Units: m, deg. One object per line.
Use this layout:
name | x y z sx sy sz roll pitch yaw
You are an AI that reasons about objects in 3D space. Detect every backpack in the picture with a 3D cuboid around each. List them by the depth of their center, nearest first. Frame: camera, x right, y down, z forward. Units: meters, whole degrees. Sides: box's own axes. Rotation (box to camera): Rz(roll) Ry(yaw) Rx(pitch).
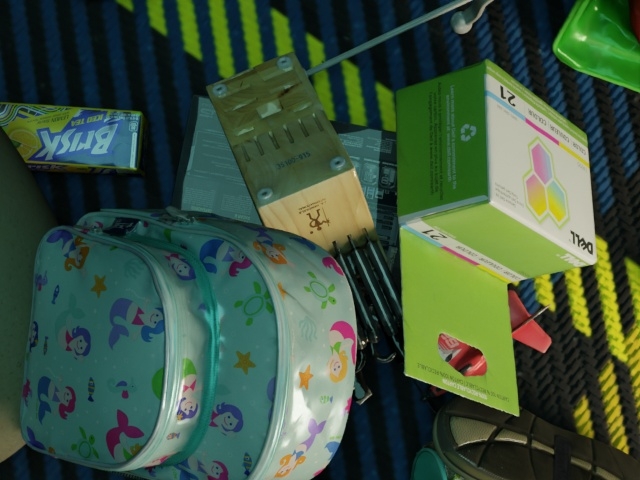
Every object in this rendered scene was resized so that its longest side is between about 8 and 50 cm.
backpack | -0.102 0.087 1.039 0.254 0.191 0.225 9 94 34

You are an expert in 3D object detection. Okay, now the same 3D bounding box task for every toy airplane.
toy airplane | 0.152 0.104 1.256 0.151 0.028 0.151 0 86 -1

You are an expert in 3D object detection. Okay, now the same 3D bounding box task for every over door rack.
over door rack | 0.048 -0.296 1.265 0.324 0.108 0.239 -21 85 13

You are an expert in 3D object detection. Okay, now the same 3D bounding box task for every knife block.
knife block | 0.000 0.000 1.191 0.088 0.242 0.275 -22 43 -3

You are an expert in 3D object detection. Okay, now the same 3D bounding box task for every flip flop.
flip flop | 0.213 0.232 1.211 0.277 0.080 0.112 28 44 -12

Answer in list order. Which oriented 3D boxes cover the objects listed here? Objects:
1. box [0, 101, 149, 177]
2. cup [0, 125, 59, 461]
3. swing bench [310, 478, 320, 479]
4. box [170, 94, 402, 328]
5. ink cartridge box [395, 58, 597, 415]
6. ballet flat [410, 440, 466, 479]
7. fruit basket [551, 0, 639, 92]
box | -0.250 -0.095 1.265 0.169 0.054 0.059 4 85 0
cup | -0.335 0.062 1.147 0.331 0.331 0.237 -46 113 -3
swing bench | -0.015 0.331 1.109 0.165 0.253 0.254 0 86 16
box | -0.023 -0.024 1.254 0.233 0.059 0.183 10 85 1
ink cartridge box | 0.155 0.004 1.149 0.097 0.189 0.255 -16 64 34
ballet flat | 0.126 0.302 1.223 0.077 0.091 0.240 0 89 -30
fruit basket | 0.356 -0.167 1.109 0.283 0.392 0.392 20 85 2
